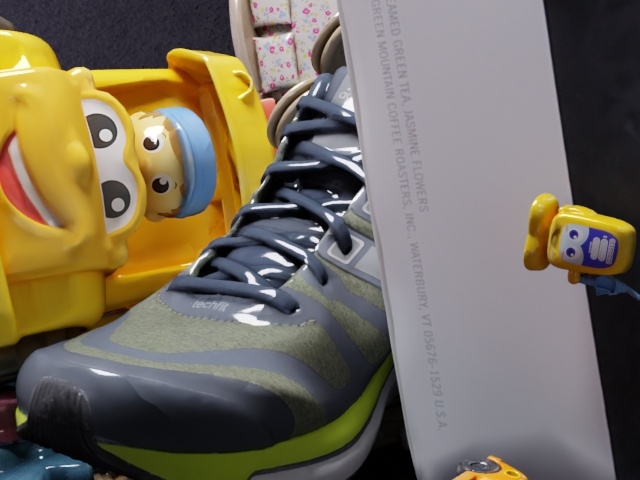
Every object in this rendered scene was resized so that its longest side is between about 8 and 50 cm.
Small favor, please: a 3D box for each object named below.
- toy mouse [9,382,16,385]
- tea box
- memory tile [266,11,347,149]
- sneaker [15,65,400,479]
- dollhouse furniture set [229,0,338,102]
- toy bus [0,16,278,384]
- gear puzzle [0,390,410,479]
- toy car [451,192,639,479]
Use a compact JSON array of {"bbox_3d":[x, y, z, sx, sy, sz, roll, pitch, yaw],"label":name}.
[{"bbox_3d":[-0.160,0.066,0.848,0.143,0.031,0.161,-8,6,9],"label":"toy mouse"},{"bbox_3d":[0.234,-0.056,0.461,0.324,0.219,0.329,-4,8,40],"label":"tea box"},{"bbox_3d":[0.043,-0.093,0.568,0.012,0.148,0.113,46,26,28],"label":"memory tile"},{"bbox_3d":[0.000,0.000,0.512,0.111,0.121,0.300,12,23,30],"label":"sneaker"},{"bbox_3d":[0.050,-0.164,1.161,0.303,0.355,0.174,-6,7,25],"label":"dollhouse furniture set"},{"bbox_3d":[-0.081,-0.022,0.605,0.212,0.149,0.220,-10,-4,-9],"label":"toy bus"},{"bbox_3d":[-0.015,0.060,0.596,0.339,0.044,0.175,-11,6,-16],"label":"gear puzzle"},{"bbox_3d":[0.055,0.045,0.357,0.041,0.122,0.060,13,-4,29],"label":"toy car"}]
